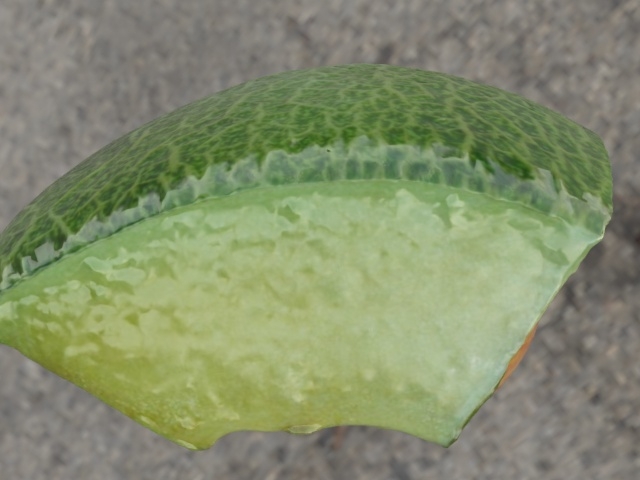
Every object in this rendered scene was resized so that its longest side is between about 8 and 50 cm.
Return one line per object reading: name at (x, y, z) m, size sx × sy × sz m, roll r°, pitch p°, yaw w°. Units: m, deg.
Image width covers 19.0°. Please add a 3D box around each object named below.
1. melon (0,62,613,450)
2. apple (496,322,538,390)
melon at (0.000, 0.000, 1.079) m, size 0.331 × 0.343 × 0.226 m, roll -18°, pitch 109°, yaw 7°
apple at (0.074, -0.021, 1.543) m, size 0.293 × 0.163 × 0.251 m, roll 45°, pitch 21°, yaw 14°
